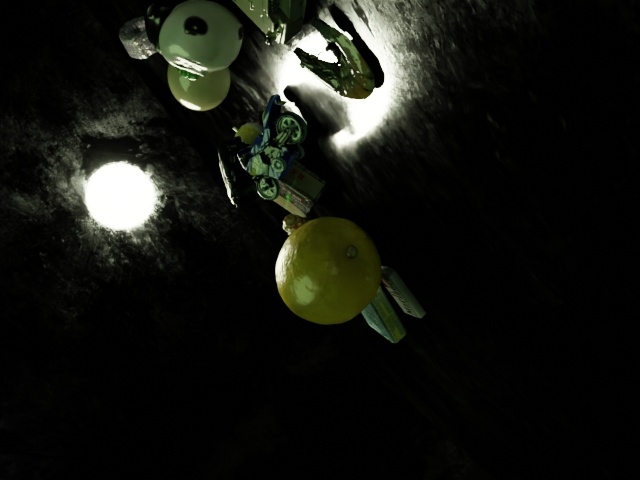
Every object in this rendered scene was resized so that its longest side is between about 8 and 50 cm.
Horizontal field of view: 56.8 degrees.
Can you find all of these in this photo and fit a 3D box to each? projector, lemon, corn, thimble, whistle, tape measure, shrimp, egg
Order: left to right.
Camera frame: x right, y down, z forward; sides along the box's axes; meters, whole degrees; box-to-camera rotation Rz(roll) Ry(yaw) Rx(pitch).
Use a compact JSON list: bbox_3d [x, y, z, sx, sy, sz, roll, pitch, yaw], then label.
[{"bbox_3d":[-0.663,-0.753,2.195,0.150,0.150,0.098,42,165,37],"label":"thimble"},{"bbox_3d":[-0.363,-0.493,1.772,0.186,0.186,0.242,48,161,10],"label":"egg"},{"bbox_3d":[-0.252,-0.203,1.862,0.199,0.112,0.186,86,168,-60],"label":"tape measure"},{"bbox_3d":[-0.112,-0.488,1.062,0.193,0.088,0.269,46,169,5],"label":"projector"},{"bbox_3d":[-0.192,-0.315,1.954,0.223,0.123,0.123,32,175,-19],"label":"whistle"},{"bbox_3d":[0.000,0.000,1.991,0.290,0.098,0.098,34,176,-25],"label":"corn"},{"bbox_3d":[0.027,0.090,1.791,0.348,0.348,0.348,48,169,13],"label":"lemon"},{"bbox_3d":[0.018,-0.348,1.122,0.217,0.051,0.150,34,159,31],"label":"shrimp"}]

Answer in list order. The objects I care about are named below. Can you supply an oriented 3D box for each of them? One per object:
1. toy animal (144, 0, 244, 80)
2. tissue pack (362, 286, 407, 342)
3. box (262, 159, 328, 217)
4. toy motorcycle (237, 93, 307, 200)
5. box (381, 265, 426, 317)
[{"bbox_3d":[-0.316,-0.512,1.482,0.267,0.212,0.212,50,171,35],"label":"toy animal"},{"bbox_3d":[0.205,0.245,2.208,0.185,0.081,0.257,34,159,56],"label":"tissue pack"},{"bbox_3d":[-0.095,-0.172,1.905,0.198,0.084,0.310,35,169,-1],"label":"box"},{"bbox_3d":[-0.143,-0.256,1.657,0.169,0.113,0.315,37,132,10],"label":"toy motorcycle"},{"bbox_3d":[0.253,0.163,1.869,0.177,0.036,0.115,53,169,-15],"label":"box"}]
